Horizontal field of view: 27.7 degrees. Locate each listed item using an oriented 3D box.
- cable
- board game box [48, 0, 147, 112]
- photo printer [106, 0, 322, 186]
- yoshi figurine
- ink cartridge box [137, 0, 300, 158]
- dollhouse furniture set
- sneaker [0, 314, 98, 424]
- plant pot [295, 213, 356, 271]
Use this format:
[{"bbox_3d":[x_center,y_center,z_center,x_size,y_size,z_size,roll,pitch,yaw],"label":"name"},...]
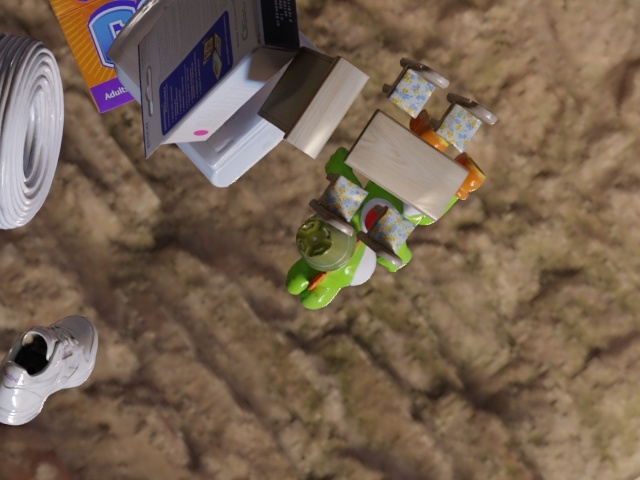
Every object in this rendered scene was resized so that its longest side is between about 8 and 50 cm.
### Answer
[{"bbox_3d":[-0.405,-0.137,1.681,0.257,0.089,0.257,97,-178,-46],"label":"cable"},{"bbox_3d":[-0.277,-0.474,2.325,0.356,0.356,0.356,-87,-25,-78],"label":"board game box"},{"bbox_3d":[-0.160,-0.268,1.978,0.307,0.256,0.107,46,177,20],"label":"photo printer"},{"bbox_3d":[0.087,-0.041,2.125,0.203,0.362,0.203,54,-168,32],"label":"yoshi figurine"},{"bbox_3d":[-0.139,-0.245,1.648,0.371,0.069,0.176,-31,61,55],"label":"ink cartridge box"},{"bbox_3d":[0.066,-0.109,1.493,0.242,0.212,0.161,32,-176,-19],"label":"dollhouse furniture set"},{"bbox_3d":[-0.471,0.202,2.293,0.114,0.152,0.305,28,-149,6],"label":"sneaker"},{"bbox_3d":[0.000,0.000,1.753,0.083,0.083,0.079,53,-170,10],"label":"plant pot"}]
